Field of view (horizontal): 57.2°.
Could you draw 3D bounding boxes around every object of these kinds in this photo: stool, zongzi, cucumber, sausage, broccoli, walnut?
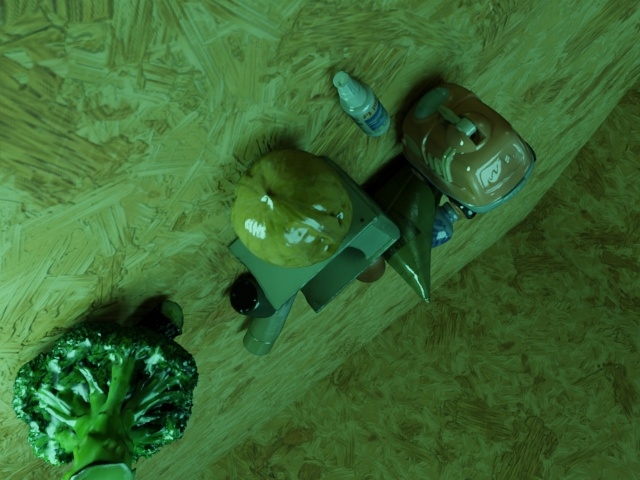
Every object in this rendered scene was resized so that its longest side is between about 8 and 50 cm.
[{"bbox_3d":[0.000,0.000,1.205,0.270,0.170,0.244,-43,161,7],"label":"stool"},{"bbox_3d":[0.250,-0.050,1.364,0.289,0.317,0.154,-42,151,2],"label":"zongzi"},{"bbox_3d":[-0.375,0.231,1.133,0.303,0.081,0.072,-42,119,16],"label":"cucumber"},{"bbox_3d":[0.129,0.056,1.697,0.113,0.113,0.259,-41,163,-2],"label":"sausage"},{"bbox_3d":[-0.336,0.280,0.961,0.298,0.297,0.297,-11,124,-16],"label":"broccoli"},{"bbox_3d":[-0.147,0.128,1.328,0.096,0.096,0.110,-46,156,14],"label":"stool"},{"bbox_3d":[-0.048,-0.051,0.970,0.195,0.195,0.222,-43,160,5],"label":"walnut"}]

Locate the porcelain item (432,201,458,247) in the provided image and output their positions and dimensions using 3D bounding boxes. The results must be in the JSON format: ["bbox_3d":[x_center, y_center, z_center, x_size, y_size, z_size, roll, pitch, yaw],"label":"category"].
[{"bbox_3d":[0.312,-0.023,1.853,0.259,0.141,0.141,-35,164,14],"label":"porcelain item"}]

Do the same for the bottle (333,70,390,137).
[{"bbox_3d":[0.066,-0.230,0.987,0.060,0.060,0.217,-45,161,11],"label":"bottle"}]

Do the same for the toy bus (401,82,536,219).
[{"bbox_3d":[0.284,-0.197,1.195,0.194,0.287,0.232,-44,146,5],"label":"toy bus"}]

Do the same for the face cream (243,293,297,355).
[{"bbox_3d":[-0.106,0.155,1.513,0.137,0.084,0.341,-21,144,-52],"label":"face cream"}]
